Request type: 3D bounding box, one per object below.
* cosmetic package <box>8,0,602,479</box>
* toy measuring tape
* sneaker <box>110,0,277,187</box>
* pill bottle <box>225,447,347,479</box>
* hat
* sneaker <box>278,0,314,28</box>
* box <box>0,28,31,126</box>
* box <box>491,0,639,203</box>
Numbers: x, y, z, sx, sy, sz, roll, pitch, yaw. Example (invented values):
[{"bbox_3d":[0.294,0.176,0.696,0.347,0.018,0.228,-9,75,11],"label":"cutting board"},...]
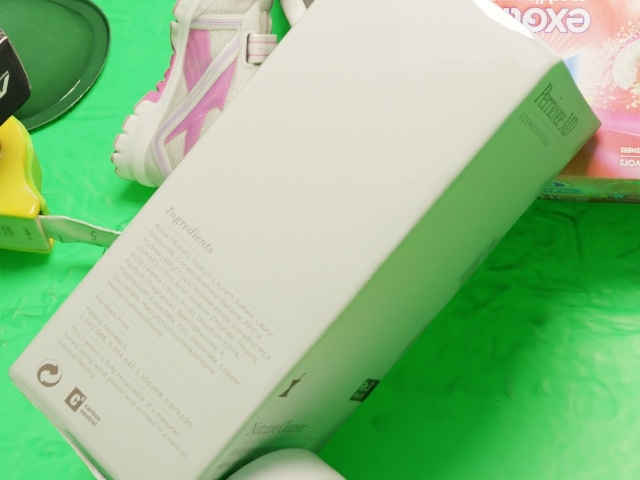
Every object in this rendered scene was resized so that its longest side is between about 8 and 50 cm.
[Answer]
[{"bbox_3d":[0.000,0.000,1.011,0.156,0.217,0.385,44,99,17],"label":"cosmetic package"},{"bbox_3d":[-0.237,-0.052,1.281,0.330,0.121,0.121,7,56,8],"label":"toy measuring tape"},{"bbox_3d":[-0.073,-0.137,1.260,0.111,0.252,0.103,33,22,14],"label":"sneaker"},{"bbox_3d":[0.058,0.279,0.903,0.188,0.188,0.334,-41,55,-16],"label":"pill bottle"},{"bbox_3d":[-0.307,-0.210,1.359,0.173,0.183,0.208,8,57,22],"label":"hat"},{"bbox_3d":[0.033,-0.252,1.350,0.146,0.104,0.296,-18,48,8],"label":"sneaker"},{"bbox_3d":[-0.473,-0.079,1.158,0.318,0.097,0.395,33,70,19],"label":"box"},{"bbox_3d":[0.165,-0.110,1.159,0.299,0.142,0.154,4,86,17],"label":"box"}]
